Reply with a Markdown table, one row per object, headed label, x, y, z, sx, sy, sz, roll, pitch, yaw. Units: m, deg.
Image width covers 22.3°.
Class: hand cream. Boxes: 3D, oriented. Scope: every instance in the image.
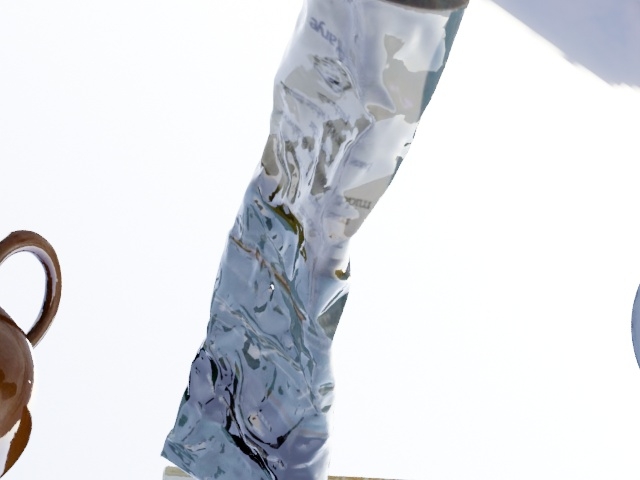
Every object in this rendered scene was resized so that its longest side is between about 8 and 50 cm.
| label | x | y | z | sx | sy | sz | roll | pitch | yaw |
| --- | --- | --- | --- | --- | --- | --- | --- | --- | --- |
| hand cream | 0.001 | 0.000 | 0.554 | 0.052 | 0.248 | 0.075 | -14 | -136 | -34 |

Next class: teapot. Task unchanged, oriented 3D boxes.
| label | x | y | z | sx | sy | sz | roll | pitch | yaw |
| --- | --- | --- | --- | --- | --- | --- | --- | --- | --- |
| teapot | -0.186 | 0.054 | 0.741 | 0.116 | 0.116 | 0.173 | 35 | -121 | 25 |

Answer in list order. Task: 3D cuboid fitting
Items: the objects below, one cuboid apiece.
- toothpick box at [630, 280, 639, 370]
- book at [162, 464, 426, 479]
| label | x | y | z | sx | sy | sz | roll | pitch | yaw |
| --- | --- | --- | --- | --- | --- | --- | --- | --- | --- |
| toothpick box | 0.230 | 0.038 | 0.789 | 0.101 | 0.101 | 0.153 | 44 | -153 | 28 |
| book | 0.039 | 0.250 | 1.060 | 0.295 | 0.208 | 0.020 | 4 | -161 | -3 |
